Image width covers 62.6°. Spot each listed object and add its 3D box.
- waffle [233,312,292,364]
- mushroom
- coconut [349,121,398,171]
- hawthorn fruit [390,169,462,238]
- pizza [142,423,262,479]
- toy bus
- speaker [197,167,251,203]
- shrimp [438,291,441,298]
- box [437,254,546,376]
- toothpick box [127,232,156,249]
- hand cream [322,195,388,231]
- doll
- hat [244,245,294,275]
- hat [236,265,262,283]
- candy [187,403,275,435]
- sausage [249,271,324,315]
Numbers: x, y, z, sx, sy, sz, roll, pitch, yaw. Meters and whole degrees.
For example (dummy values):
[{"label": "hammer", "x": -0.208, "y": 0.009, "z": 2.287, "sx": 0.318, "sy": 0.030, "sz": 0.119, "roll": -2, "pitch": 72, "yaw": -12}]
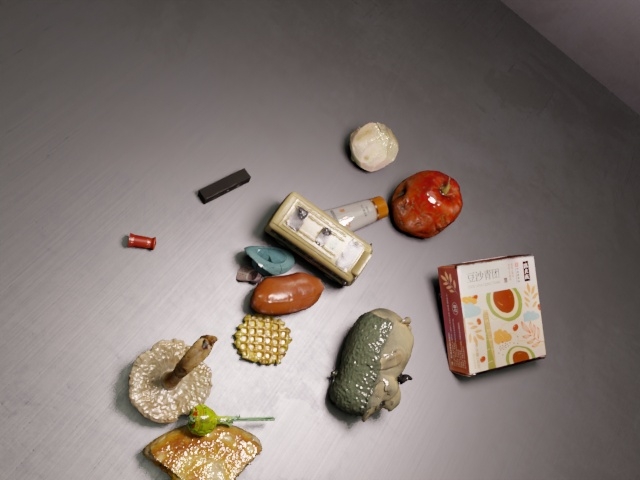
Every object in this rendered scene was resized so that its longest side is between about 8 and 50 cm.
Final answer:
[{"label": "waffle", "x": -0.184, "y": 0.313, "z": 1.690, "sx": 0.191, "sy": 0.038, "sz": 0.190, "roll": 7, "pitch": 65, "yaw": -16}, {"label": "mushroom", "x": -0.417, "y": 0.355, "z": 1.451, "sx": 0.208, "sy": 0.301, "sz": 0.233, "roll": 32, "pitch": 51, "yaw": 23}, {"label": "coconut", "x": 0.197, "y": -0.361, "z": 2.044, "sx": 0.195, "sy": 0.194, "sz": 0.194, "roll": 8, "pitch": 66, "yaw": -17}, {"label": "hawthorn fruit", "x": 0.400, "y": -0.135, "z": 1.981, "sx": 0.258, "sy": 0.262, "sz": 0.257, "roll": -2, "pitch": 93, "yaw": -52}, {"label": "pizza", "x": -0.324, "y": 0.621, "z": 1.470, "sx": 0.336, "sy": 0.086, "sz": 0.225, "roll": 4, "pitch": 54, "yaw": -19}, {"label": "toy bus", "x": 0.000, "y": 0.000, "z": 1.775, "sx": 0.366, "sy": 0.202, "sz": 0.176, "roll": 35, "pitch": 81, "yaw": -5}, {"label": "speaker", "x": -0.337, "y": -0.192, "z": 1.847, "sx": 0.191, "sy": 0.040, "sz": 0.046, "roll": -32, "pitch": 81, "yaw": -28}, {"label": "shrimp", "x": 0.527, "y": 0.231, "z": 1.965, "sx": 0.174, "sy": 0.076, "sz": 0.082, "roll": 27, "pitch": 44, "yaw": -10}, {"label": "box", "x": 0.620, "y": 0.260, "z": 1.901, "sx": 0.345, "sy": 0.122, "sz": 0.384, "roll": -6, "pitch": 89, "yaw": -23}, {"label": "toothpick box", "x": -0.567, "y": 0.005, "z": 1.675, "sx": 0.084, "sy": 0.047, "sz": 0.047, "roll": 10, "pitch": 65, "yaw": -18}, {"label": "hand cream", "x": 0.093, "y": -0.083, "z": 1.942, "sx": 0.315, "sy": 0.089, "sz": 0.139, "roll": -23, "pitch": 82, "yaw": -18}, {"label": "doll", "x": 0.175, "y": 0.395, "z": 1.679, "sx": 0.247, "sy": 0.247, "sz": 0.349, "roll": 32, "pitch": 73, "yaw": -5}, {"label": "hat", "x": -0.178, "y": 0.075, "z": 1.761, "sx": 0.191, "sy": 0.077, "sz": 0.138, "roll": 3, "pitch": 30, "yaw": -46}, {"label": "hat", "x": -0.235, "y": 0.119, "z": 1.759, "sx": 0.087, "sy": 0.042, "sz": 0.058, "roll": 0, "pitch": 58, "yaw": 17}, {"label": "candy", "x": -0.251, "y": 0.512, "z": 1.504, "sx": 0.262, "sy": 0.073, "sz": 0.077, "roll": 10, "pitch": 99, "yaw": -30}, {"label": "sausage", "x": -0.107, "y": 0.178, "z": 1.719, "sx": 0.259, "sy": 0.133, "sz": 0.133, "roll": -7, "pitch": 71, "yaw": -32}]
